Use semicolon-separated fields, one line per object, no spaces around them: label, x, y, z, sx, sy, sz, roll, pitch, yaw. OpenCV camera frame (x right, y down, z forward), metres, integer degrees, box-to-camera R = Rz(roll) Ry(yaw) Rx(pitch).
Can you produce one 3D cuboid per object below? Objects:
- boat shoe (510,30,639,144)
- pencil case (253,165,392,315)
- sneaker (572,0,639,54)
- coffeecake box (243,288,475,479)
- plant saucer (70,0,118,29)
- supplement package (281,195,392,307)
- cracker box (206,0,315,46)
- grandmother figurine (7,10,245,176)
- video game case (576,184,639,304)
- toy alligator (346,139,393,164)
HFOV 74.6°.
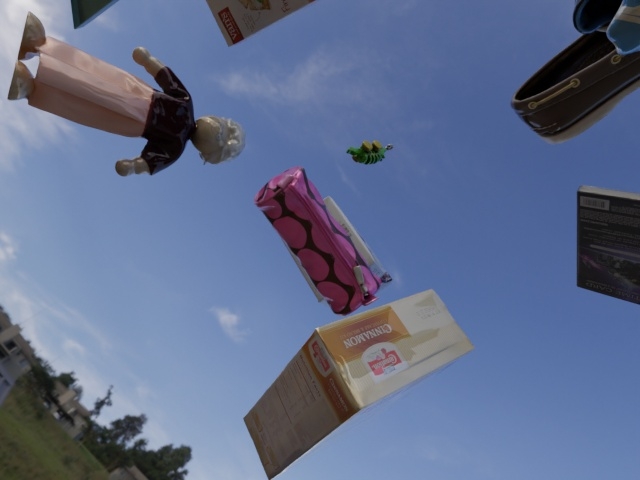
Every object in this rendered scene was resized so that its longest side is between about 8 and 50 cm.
boat shoe;0.413;-0.273;0.559;0.097;0.116;0.324;29;-50;-22
pencil case;0.000;0.000;0.566;0.209;0.095;0.098;52;-3;-11
sneaker;0.271;-0.251;0.400;0.086;0.237;0.085;-29;-57;30
coffeecake box;0.028;0.136;0.394;0.068;0.142;0.185;58;-43;26
plant saucer;-0.406;-0.444;0.762;0.192;0.018;0.067;2;-82;40
supplement package;0.041;0.043;0.980;0.149;0.203;0.194;-35;-116;6
cracker box;-0.103;-0.474;0.754;0.232;0.067;0.155;-13;-63;30
grandmother figurine;-0.276;-0.199;0.665;0.104;0.342;0.207;17;-87;52
video game case;0.585;0.024;0.779;0.196;0.026;0.274;20;-31;43
toy alligator;0.142;-0.224;1.093;0.056;0.190;0.051;-43;-111;43
